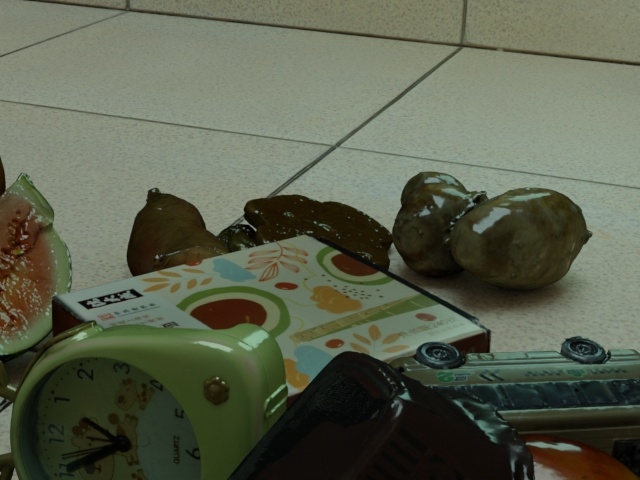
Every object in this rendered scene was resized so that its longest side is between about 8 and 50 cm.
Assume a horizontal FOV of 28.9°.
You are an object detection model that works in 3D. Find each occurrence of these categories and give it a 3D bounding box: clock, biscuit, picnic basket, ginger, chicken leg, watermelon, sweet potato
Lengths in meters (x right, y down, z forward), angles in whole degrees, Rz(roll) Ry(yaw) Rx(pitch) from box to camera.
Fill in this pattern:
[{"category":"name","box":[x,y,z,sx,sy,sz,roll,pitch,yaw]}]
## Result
[{"category":"clock","box":[-0.185,0.183,1.166,0.308,0.235,0.096,5,15,16]},{"category":"biscuit","box":[0.000,0.000,1.844,0.208,0.041,0.290,35,26,28]},{"category":"picnic basket","box":[0.011,0.218,0.990,0.129,0.297,0.222,42,-1,-24]},{"category":"ginger","box":[0.222,-0.020,1.815,0.304,0.155,0.244,19,29,35]},{"category":"chicken leg","box":[-0.099,0.032,1.789,0.093,0.070,0.178,16,19,-46]},{"category":"watermelon","box":[-0.383,0.075,1.534,0.128,0.159,0.303,16,42,6]},{"category":"sweet potato","box":[-0.218,0.005,1.766,0.131,0.131,0.336,-6,23,-20]}]

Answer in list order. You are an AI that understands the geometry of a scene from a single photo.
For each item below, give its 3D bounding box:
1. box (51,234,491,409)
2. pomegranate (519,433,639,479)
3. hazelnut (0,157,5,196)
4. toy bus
[{"category":"box","box":[-0.060,0.134,1.444,0.385,0.122,0.344,-14,27,-35]},{"category":"pomegranate","box":[0.184,0.260,1.030,0.209,0.209,0.209,2,21,-1]},{"category":"hazelnut","box":[-0.588,-0.035,1.603,0.372,0.315,0.372,1,47,-1]},{"category":"toy bus","box":[0.210,0.198,1.290,0.289,0.139,0.157,1,26,-13]}]
